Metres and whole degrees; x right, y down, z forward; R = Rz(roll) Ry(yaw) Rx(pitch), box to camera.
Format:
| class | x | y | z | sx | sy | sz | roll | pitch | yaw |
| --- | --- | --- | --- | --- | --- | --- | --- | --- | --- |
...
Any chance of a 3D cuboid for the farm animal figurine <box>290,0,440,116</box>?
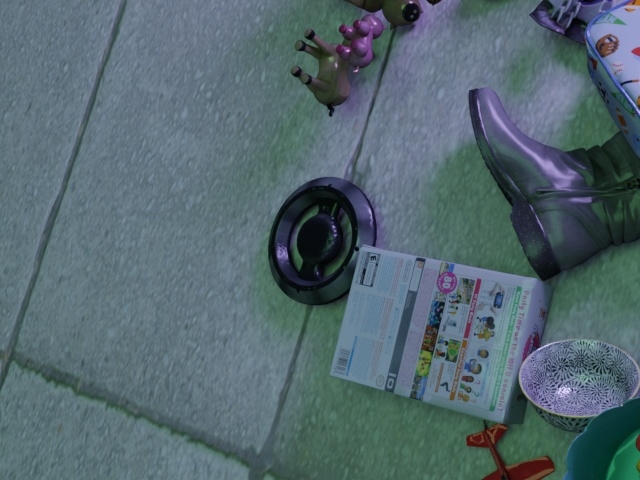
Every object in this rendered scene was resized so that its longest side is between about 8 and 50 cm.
| class | x | y | z | sx | sy | sz | roll | pitch | yaw |
| --- | --- | --- | --- | --- | --- | --- | --- | --- | --- |
| farm animal figurine | 0.080 | -0.413 | 1.681 | 0.330 | 0.172 | 0.327 | -44 | 49 | 22 |

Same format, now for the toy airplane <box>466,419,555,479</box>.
| class | x | y | z | sx | sy | sz | roll | pitch | yaw |
| --- | --- | --- | --- | --- | --- | --- | --- | --- | --- |
| toy airplane | 0.275 | 0.341 | 1.462 | 0.151 | 0.028 | 0.151 | -7 | 75 | 26 |

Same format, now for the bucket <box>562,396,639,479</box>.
| class | x | y | z | sx | sy | sz | roll | pitch | yaw |
| --- | --- | --- | --- | --- | --- | --- | --- | --- | --- |
| bucket | 0.472 | 0.341 | 1.264 | 0.281 | 0.183 | 0.281 | -7 | 76 | 27 |

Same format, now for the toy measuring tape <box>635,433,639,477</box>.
| class | x | y | z | sx | sy | sz | roll | pitch | yaw |
| --- | --- | --- | --- | --- | --- | --- | --- | --- | --- |
| toy measuring tape | 0.473 | 0.211 | 1.121 | 0.330 | 0.121 | 0.121 | -48 | 61 | 11 |

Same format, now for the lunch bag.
| class | x | y | z | sx | sy | sz | roll | pitch | yaw |
| --- | --- | --- | --- | --- | --- | --- | --- | --- | --- |
| lunch bag | 0.537 | -0.234 | 1.378 | 0.243 | 0.115 | 0.303 | -25 | 60 | 4 |

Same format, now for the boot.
| class | x | y | z | sx | sy | sz | roll | pitch | yaw |
| --- | --- | --- | --- | --- | --- | --- | --- | --- | --- |
| boot | 0.378 | -0.122 | 1.484 | 0.222 | 0.118 | 0.338 | -26 | 74 | 15 |

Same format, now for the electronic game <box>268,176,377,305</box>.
| class | x | y | z | sx | sy | sz | roll | pitch | yaw |
| --- | --- | --- | --- | --- | --- | --- | --- | --- | --- |
| electronic game | 0.000 | 0.000 | 1.683 | 0.229 | 0.048 | 0.229 | -11 | 71 | 34 |

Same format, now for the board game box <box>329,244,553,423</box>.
| class | x | y | z | sx | sy | sz | roll | pitch | yaw |
| --- | --- | --- | --- | --- | --- | --- | --- | --- | --- |
| board game box | 0.187 | 0.144 | 1.519 | 0.303 | 0.097 | 0.224 | 12 | 85 | 32 |

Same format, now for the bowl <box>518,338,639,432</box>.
| class | x | y | z | sx | sy | sz | roll | pitch | yaw |
| --- | --- | --- | --- | --- | --- | --- | --- | --- | --- |
| bowl | 0.374 | 0.224 | 1.390 | 0.170 | 0.080 | 0.170 | -9 | 32 | 5 |

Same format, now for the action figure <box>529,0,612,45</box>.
| class | x | y | z | sx | sy | sz | roll | pitch | yaw |
| --- | --- | --- | --- | --- | --- | --- | --- | --- | --- |
| action figure | 0.444 | -0.446 | 1.482 | 0.099 | 0.185 | 0.285 | 50 | 122 | 54 |
